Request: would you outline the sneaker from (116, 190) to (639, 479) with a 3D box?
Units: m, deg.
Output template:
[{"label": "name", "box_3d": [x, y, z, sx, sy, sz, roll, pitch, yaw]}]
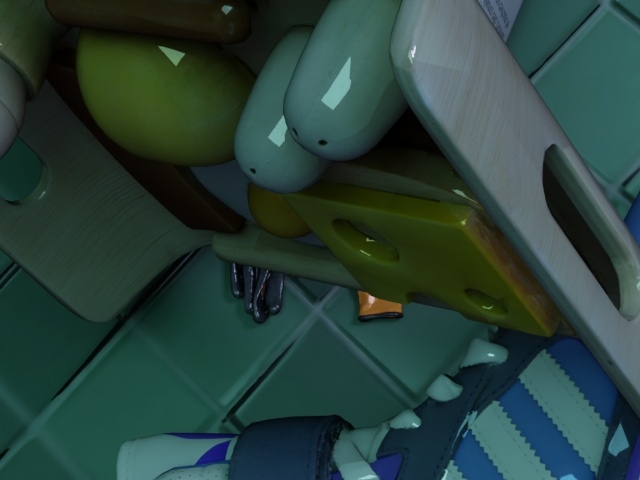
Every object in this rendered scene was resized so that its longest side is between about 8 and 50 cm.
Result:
[{"label": "sneaker", "box_3d": [0.037, 0.077, 0.732, 0.236, 0.130, 0.322, 16, 86, 14]}]

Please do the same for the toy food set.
[{"label": "toy food set", "box_3d": [-0.032, -0.012, 0.629, 0.306, 0.219, 0.092, 12, 64, 42]}]

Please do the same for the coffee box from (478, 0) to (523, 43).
[{"label": "coffee box", "box_3d": [-0.075, -0.263, 0.737, 0.338, 0.338, 0.334, 19, 80, 20]}]

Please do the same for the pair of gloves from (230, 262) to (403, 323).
[{"label": "pair of gloves", "box_3d": [0.000, 0.000, 0.826, 0.083, 0.010, 0.074, -1, 76, 15]}]
